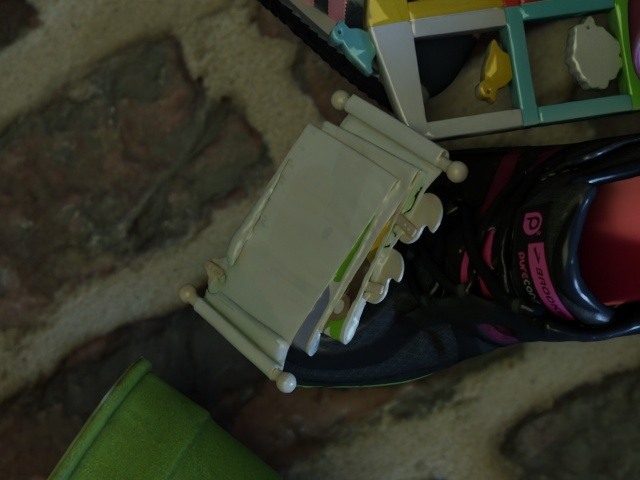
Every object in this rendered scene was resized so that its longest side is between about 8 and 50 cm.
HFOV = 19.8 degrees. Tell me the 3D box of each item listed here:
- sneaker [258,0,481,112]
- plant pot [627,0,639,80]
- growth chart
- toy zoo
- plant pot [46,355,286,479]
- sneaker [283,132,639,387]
[{"bbox_3d":[-0.001,-0.244,1.508,0.319,0.112,0.131,42,86,5],"label":"sneaker"},{"bbox_3d":[0.325,-0.215,1.360,0.201,0.201,0.180,-7,63,16],"label":"plant pot"},{"bbox_3d":[0.000,0.000,1.412,0.237,0.021,0.172,-53,52,11],"label":"growth chart"},{"bbox_3d":[0.151,-0.182,1.437,0.293,0.030,0.192,-8,88,-8],"label":"toy zoo"},{"bbox_3d":[-0.083,0.336,1.426,0.353,0.366,0.366,30,99,2],"label":"plant pot"},{"bbox_3d":[0.155,0.000,1.406,0.482,0.202,0.185,-16,86,15],"label":"sneaker"}]
